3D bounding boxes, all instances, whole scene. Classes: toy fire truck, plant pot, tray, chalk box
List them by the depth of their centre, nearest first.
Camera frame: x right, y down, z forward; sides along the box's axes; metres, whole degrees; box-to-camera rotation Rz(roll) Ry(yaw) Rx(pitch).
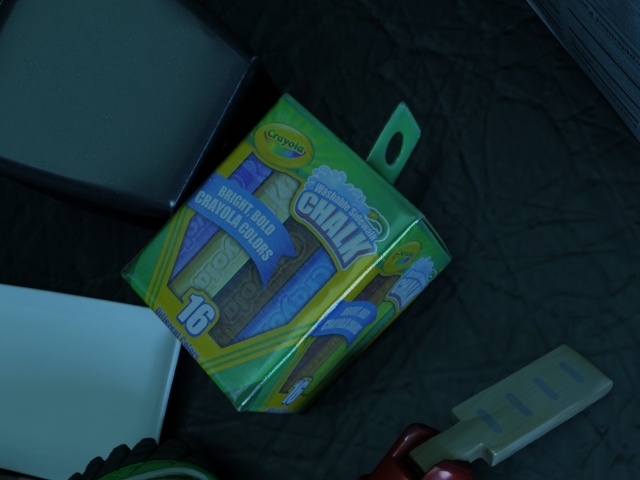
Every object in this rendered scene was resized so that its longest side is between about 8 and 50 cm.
[{"bbox_3d":[0.107,0.194,0.484,0.217,0.158,0.246,39,101,23],"label":"toy fire truck"},{"bbox_3d":[0.000,0.000,0.560,0.213,0.132,0.132,-46,67,4],"label":"chalk box"},{"bbox_3d":[-0.135,-0.097,0.610,0.167,0.187,0.188,28,86,10],"label":"plant pot"},{"bbox_3d":[-0.238,0.114,0.665,0.270,0.030,0.145,7,78,20],"label":"tray"}]

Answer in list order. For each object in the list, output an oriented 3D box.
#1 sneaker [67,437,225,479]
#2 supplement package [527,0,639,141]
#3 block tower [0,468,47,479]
[{"bbox_3d":[-0.207,0.247,0.495,0.343,0.146,0.134,-30,105,-11],"label":"sneaker"},{"bbox_3d":[0.223,-0.223,0.470,0.199,0.262,0.198,-34,68,7],"label":"supplement package"},{"bbox_3d":[-0.391,0.203,0.633,0.335,0.097,0.091,8,80,10],"label":"block tower"}]
